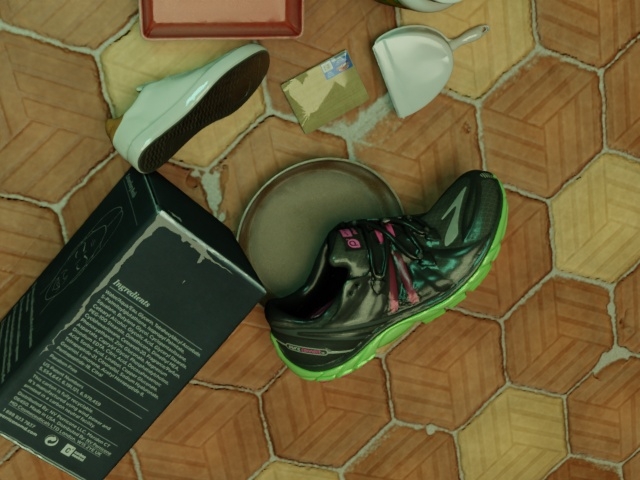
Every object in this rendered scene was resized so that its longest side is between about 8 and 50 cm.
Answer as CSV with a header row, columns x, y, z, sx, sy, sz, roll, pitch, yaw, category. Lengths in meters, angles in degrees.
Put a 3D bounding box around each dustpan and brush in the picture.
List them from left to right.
x,y,z,sx,sy,sz,roll,pitch,yaw,category
0.200,-0.317,1.486,0.211,0.060,0.147,-24,115,0,dustpan and brush

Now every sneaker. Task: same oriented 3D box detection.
x,y,z,sx,sy,sz,roll,pitch,yaw,category
-0.212,-0.236,1.364,0.290,0.123,0.106,-40,154,-21,sneaker
0.112,0.040,1.459,0.483,0.185,0.202,-40,119,-2,sneaker

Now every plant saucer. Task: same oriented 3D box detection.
x,y,z,sx,sy,sz,roll,pitch,yaw,category
-0.154,-0.441,1.335,0.259,0.048,0.259,-5,109,-15,plant saucer
0.000,0.000,1.536,0.311,0.050,0.310,-6,111,-15,plant saucer

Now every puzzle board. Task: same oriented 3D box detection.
x,y,z,sx,sy,sz,roll,pitch,yaw,category
0.009,-0.250,1.470,0.128,0.011,0.096,-30,113,-5,puzzle board

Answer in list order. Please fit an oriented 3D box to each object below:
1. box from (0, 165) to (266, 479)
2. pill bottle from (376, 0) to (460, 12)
x,y,z,sx,sy,sz,roll,pitch,yaw,category
-0.312,0.114,1.349,0.212,0.293,0.395,39,95,-25,box
0.149,-0.419,1.322,0.136,0.245,0.136,-5,110,-15,pill bottle
